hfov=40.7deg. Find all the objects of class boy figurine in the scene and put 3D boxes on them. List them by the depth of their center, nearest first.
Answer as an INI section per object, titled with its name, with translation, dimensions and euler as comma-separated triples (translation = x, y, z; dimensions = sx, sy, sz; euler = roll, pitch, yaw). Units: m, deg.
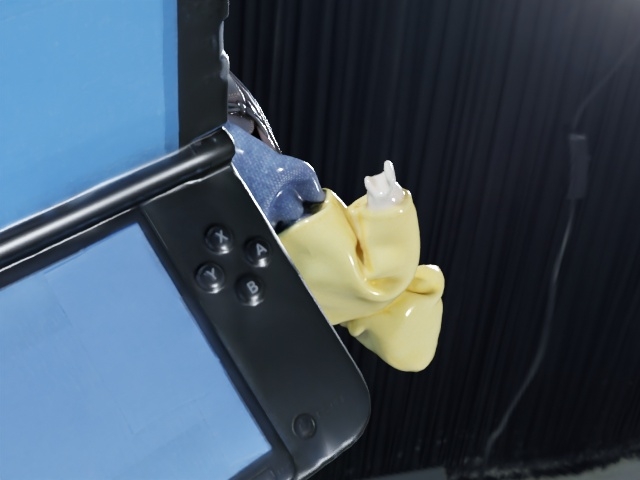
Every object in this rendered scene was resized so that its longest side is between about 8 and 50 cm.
[boy figurine]
translation = 0.000, 0.000, 0.610
dimensions = 0.285, 0.177, 0.092
euler = 35, 44, -30

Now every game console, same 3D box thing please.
[game console]
translation = -0.113, 0.024, 0.313
dimensions = 0.293, 0.173, 0.250
euler = -30, 86, -31

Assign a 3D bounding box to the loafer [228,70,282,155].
[loafer]
translation = -0.076, -0.068, 0.761
dimensions = 0.109, 0.302, 0.095
euler = -34, 4, -11
